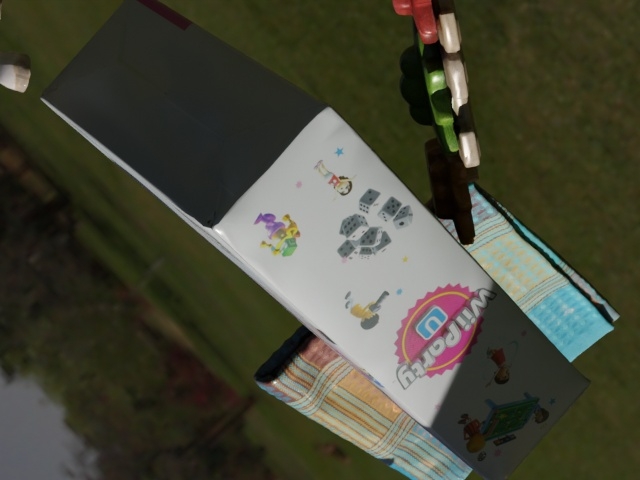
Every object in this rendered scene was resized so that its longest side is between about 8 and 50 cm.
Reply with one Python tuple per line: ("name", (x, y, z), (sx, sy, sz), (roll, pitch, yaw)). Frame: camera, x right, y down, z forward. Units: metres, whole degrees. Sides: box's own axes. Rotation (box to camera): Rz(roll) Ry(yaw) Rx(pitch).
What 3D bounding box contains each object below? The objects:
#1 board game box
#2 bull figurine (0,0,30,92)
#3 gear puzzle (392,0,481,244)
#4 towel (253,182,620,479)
("board game box", (0.000, 0.000, 1.000), (0.303, 0.097, 0.224), (44, 176, -41))
("bull figurine", (-0.263, -0.131, 0.938), (0.188, 0.101, 0.310), (9, -177, -20))
("gear puzzle", (0.051, -0.140, 0.944), (0.175, 0.044, 0.339), (-97, -6, -51))
("towel", (0.125, 0.102, 1.561), (0.040, 0.271, 0.370), (48, -173, 36))
